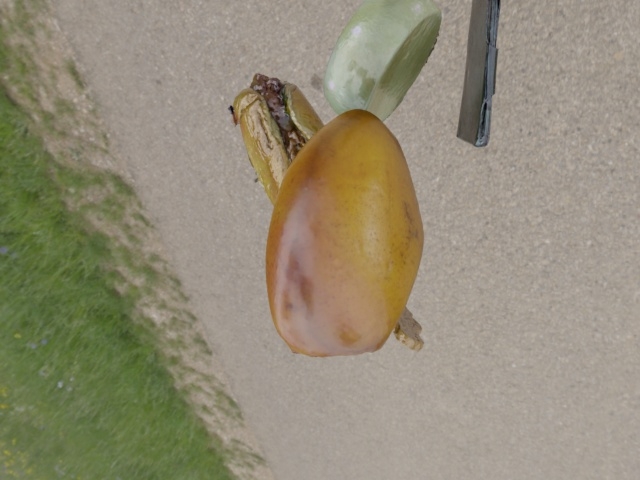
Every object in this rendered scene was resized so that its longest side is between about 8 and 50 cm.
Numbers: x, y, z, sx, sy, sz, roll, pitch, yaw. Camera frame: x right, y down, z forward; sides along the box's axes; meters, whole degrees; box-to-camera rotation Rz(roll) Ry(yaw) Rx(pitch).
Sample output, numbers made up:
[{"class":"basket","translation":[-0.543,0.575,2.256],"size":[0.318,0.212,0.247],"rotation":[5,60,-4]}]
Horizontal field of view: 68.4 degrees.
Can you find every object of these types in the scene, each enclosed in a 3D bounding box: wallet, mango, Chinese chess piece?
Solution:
[{"class":"wallet","translation":[0.355,-0.374,1.048],"size":[0.045,0.172,0.317],"rotation":[0,109,2]},{"class":"mango","translation":[0.036,-0.013,0.639],"size":[0.201,0.349,0.199],"rotation":[5,177,20]},{"class":"Chinese chess piece","translation":[0.102,-0.297,0.774],"size":[0.092,0.238,0.237],"rotation":[37,140,13]}]

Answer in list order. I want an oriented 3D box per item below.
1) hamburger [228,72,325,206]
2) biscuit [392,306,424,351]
[{"class":"hamburger","translation":[-0.055,-0.173,0.925],"size":[0.245,0.156,0.282],"rotation":[40,146,52]},{"class":"biscuit","translation":[0.144,0.154,0.964],"size":[0.144,0.236,0.040],"rotation":[39,98,5]}]
